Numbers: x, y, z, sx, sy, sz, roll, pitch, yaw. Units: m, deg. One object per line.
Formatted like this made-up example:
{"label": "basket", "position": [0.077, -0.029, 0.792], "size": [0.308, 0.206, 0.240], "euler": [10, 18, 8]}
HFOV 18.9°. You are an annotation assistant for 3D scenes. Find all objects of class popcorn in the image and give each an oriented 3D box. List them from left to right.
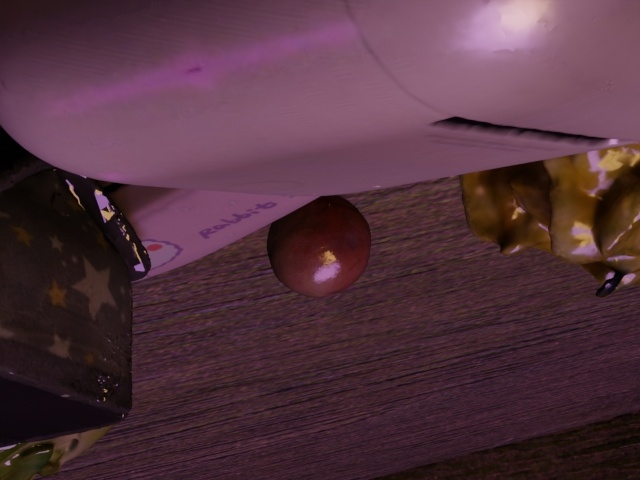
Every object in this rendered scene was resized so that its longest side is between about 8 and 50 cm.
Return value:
{"label": "popcorn", "position": [0.202, -0.046, 1.322], "size": [0.189, 0.169, 0.218], "euler": [-5, 157, -35]}

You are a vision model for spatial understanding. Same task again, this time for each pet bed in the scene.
{"label": "pet bed", "position": [-0.233, 0.033, 1.178], "size": [0.211, 0.159, 0.183], "euler": [-13, 157, 30]}

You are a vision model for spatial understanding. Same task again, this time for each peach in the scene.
{"label": "peach", "position": [0.000, 0.002, 1.448], "size": [0.083, 0.083, 0.083], "euler": [-15, 165, -4]}

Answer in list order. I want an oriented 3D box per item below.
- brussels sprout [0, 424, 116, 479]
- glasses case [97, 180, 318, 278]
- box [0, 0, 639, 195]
{"label": "brussels sprout", "position": [-0.256, 0.099, 1.404], "size": [0.223, 0.161, 0.223], "euler": [-8, 142, -6]}
{"label": "glasses case", "position": [-0.073, -0.040, 1.232], "size": [0.297, 0.075, 0.113], "euler": [-28, 158, 34]}
{"label": "box", "position": [0.030, -0.104, 0.899], "size": [0.349, 0.141, 0.289], "euler": [-10, 171, 39]}
